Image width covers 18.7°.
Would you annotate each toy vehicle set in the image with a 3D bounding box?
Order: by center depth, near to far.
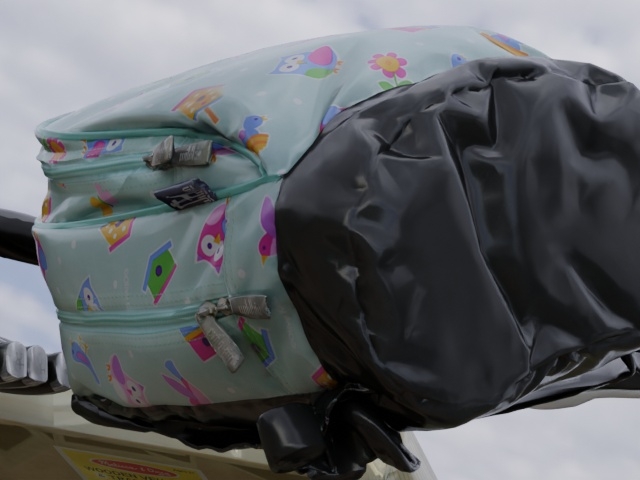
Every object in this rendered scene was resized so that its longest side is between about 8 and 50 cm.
[{"bbox_3d":[-0.073,0.110,0.929,0.267,0.035,0.166,7,-27,19],"label":"toy vehicle set"}]

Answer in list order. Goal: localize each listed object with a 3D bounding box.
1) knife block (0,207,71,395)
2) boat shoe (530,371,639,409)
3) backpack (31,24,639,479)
[{"bbox_3d":[-0.229,0.005,0.853,0.242,0.088,0.276,17,-4,-14],"label":"knife block"},{"bbox_3d":[0.133,0.048,0.903,0.125,0.038,0.046,-5,34,-34],"label":"boat shoe"},{"bbox_3d":[0.000,0.000,0.548,0.152,0.115,0.182,-9,3,-41],"label":"backpack"}]
